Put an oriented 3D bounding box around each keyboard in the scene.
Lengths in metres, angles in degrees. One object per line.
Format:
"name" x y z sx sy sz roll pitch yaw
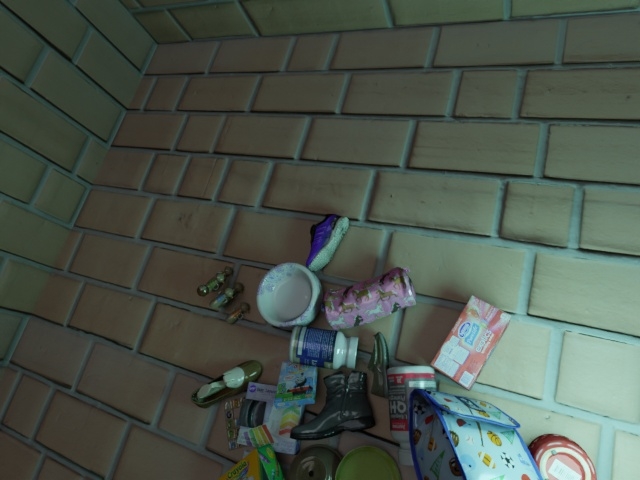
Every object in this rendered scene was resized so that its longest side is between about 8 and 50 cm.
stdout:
"keyboard" -0.207 0.914 1.700 0.255 0.014 0.072 6 77 24

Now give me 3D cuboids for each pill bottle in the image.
"pill bottle" 0.015 0.434 1.706 0.264 0.153 0.153 6 71 9
"pill bottle" 0.333 0.617 1.509 0.176 0.176 0.319 -8 66 18

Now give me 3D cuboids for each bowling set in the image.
"bowling set" -0.460 0.235 1.977 0.154 0.200 0.287 -40 64 1

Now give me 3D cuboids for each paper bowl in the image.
"paper bowl" -0.125 0.250 1.859 0.284 0.148 0.284 -8 66 18

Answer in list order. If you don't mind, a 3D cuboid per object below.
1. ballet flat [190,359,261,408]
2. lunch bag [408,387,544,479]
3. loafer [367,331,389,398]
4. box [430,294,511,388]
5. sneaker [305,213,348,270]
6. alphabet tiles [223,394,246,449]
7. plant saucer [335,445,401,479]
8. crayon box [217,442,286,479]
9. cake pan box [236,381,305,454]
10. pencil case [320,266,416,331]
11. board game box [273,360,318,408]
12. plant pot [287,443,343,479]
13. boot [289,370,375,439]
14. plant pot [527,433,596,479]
"ballet flat" -0.420 0.622 1.838 0.342 0.124 0.116 -28 62 9
"lunch bag" 0.463 0.649 1.310 0.239 0.327 0.386 -59 24 31
"loafer" 0.222 0.484 1.655 0.087 0.094 0.251 -7 67 14
"box" 0.547 0.374 1.542 0.154 0.142 0.300 29 81 29
"sneaker" 0.000 0.000 1.946 0.146 0.102 0.293 26 75 32
"alphabet tiles" -0.298 0.757 1.800 0.237 0.009 0.198 -21 63 13
"plant saucer" 0.167 0.864 1.509 0.240 0.037 0.241 3 66 -7
"crayon box" -0.266 0.929 1.626 0.278 0.081 0.165 -46 58 22
"cake pan box" -0.199 0.720 1.734 0.266 0.070 0.246 3 67 19
"pencil case" 0.198 0.239 1.732 0.386 0.167 0.160 -20 32 13
"board game box" -0.093 0.569 1.711 0.160 0.039 0.211 -14 28 13
"plant pot" -0.019 0.864 1.551 0.237 0.110 0.237 -10 48 11
"boot" 0.035 0.643 1.657 0.338 0.118 0.223 -12 61 -1
"plant pot" 0.746 0.704 1.313 0.191 0.174 0.191 -8 65 17
